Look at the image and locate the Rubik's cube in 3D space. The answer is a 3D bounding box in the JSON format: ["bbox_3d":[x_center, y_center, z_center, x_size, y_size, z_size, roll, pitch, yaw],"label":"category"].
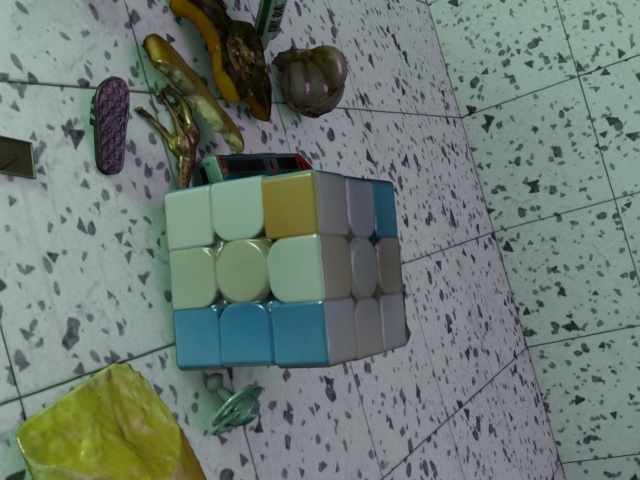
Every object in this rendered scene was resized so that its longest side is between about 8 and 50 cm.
[{"bbox_3d":[-0.059,0.062,1.569,0.346,0.344,0.347,4,80,-61],"label":"Rubik's cube"}]

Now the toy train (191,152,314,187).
[{"bbox_3d":[-0.141,-0.157,1.848,0.409,0.086,0.089,-14,86,-61],"label":"toy train"}]

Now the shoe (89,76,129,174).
[{"bbox_3d":[-0.394,-0.210,1.481,0.071,0.049,0.179,0,93,-48],"label":"shoe"}]

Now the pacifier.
[{"bbox_3d":[-0.179,0.307,1.552,0.116,0.127,0.150,41,5,16],"label":"pacifier"}]

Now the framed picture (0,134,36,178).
[{"bbox_3d":[-0.496,-0.134,1.297,0.089,0.006,0.066,7,70,-59],"label":"framed picture"}]

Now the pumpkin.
[{"bbox_3d":[-0.208,-0.423,1.862,0.290,0.095,0.258,9,64,-62],"label":"pumpkin"}]

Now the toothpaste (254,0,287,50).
[{"bbox_3d":[-0.097,-0.616,1.923,0.098,0.392,0.061,-24,59,-37],"label":"toothpaste"}]

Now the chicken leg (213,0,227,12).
[{"bbox_3d":[-0.253,-0.579,1.943,0.083,0.021,0.036,54,44,-23],"label":"chicken leg"}]

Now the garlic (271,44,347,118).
[{"bbox_3d":[-0.046,-0.408,2.072,0.207,0.207,0.257,65,28,-14],"label":"garlic"}]

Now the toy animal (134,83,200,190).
[{"bbox_3d":[-0.290,-0.185,1.641,0.149,0.054,0.275,-16,90,-59],"label":"toy animal"}]

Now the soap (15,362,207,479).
[{"bbox_3d":[-0.285,0.420,1.264,0.427,0.115,0.306,67,26,-11],"label":"soap"}]

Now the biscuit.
[{"bbox_3d":[-0.263,-0.314,1.702,0.299,0.045,0.154,48,9,-36],"label":"biscuit"}]
